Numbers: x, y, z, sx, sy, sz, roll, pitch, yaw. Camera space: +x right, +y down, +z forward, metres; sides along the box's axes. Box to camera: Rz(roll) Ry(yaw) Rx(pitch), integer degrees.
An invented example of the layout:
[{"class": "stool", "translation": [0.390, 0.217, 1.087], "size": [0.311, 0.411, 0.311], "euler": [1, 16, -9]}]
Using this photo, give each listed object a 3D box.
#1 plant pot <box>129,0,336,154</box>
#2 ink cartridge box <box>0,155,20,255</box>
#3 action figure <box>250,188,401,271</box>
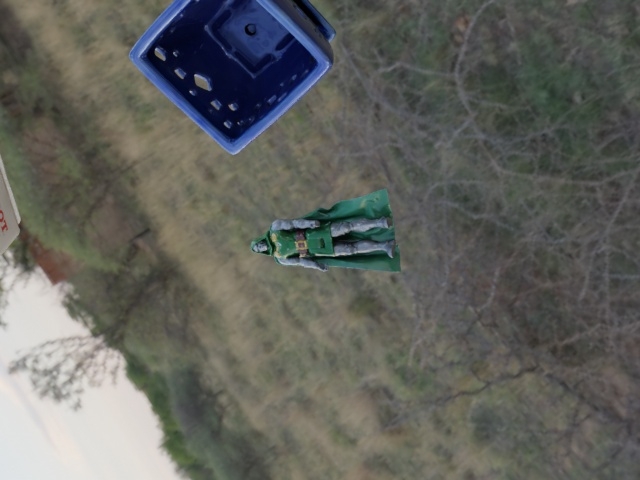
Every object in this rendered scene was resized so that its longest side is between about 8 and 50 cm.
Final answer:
[{"class": "plant pot", "translation": [-0.123, -0.320, 1.326], "size": [0.236, 0.236, 0.212], "euler": [43, -151, -15]}, {"class": "ink cartridge box", "translation": [-0.445, -0.016, 0.839], "size": [0.283, 0.117, 0.207], "euler": [-72, -18, -53]}, {"class": "action figure", "translation": [0.000, 0.000, 1.284], "size": [0.063, 0.232, 0.137], "euler": [-48, -50, -66]}]
